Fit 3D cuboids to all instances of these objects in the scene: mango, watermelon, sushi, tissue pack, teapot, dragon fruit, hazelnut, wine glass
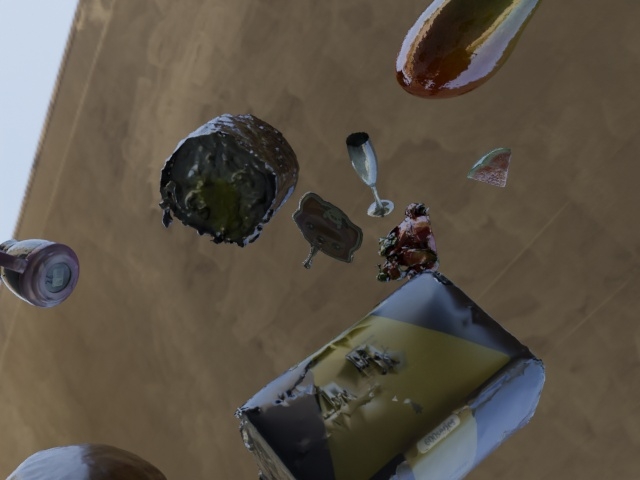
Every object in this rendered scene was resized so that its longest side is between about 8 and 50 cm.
[{"bbox_3d":[0.200,-0.287,0.938,0.289,0.146,0.129,126,-41,-64],"label":"mango"},{"bbox_3d":[0.328,-0.137,1.309,0.092,0.084,0.072,-29,-119,7],"label":"watermelon"},{"bbox_3d":[-0.221,-0.157,1.681,0.299,0.294,0.281,21,-66,1],"label":"sushi"},{"bbox_3d":[0.109,0.281,1.077,0.264,0.416,0.253,42,-26,35],"label":"tissue pack"},{"bbox_3d":[-0.519,0.052,1.192,0.146,0.148,0.116,14,-71,29],"label":"teapot"},{"bbox_3d":[0.168,0.009,1.266,0.142,0.175,0.138,3,-64,61],"label":"dragon fruit"},{"bbox_3d":[-0.452,0.567,1.240,0.353,0.421,0.421,43,-53,-5],"label":"hazelnut"},{"bbox_3d":[0.107,-0.142,1.471,0.066,0.066,0.198,13,-40,35],"label":"wine glass"}]

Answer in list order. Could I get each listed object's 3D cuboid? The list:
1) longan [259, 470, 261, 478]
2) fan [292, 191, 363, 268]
[{"bbox_3d":[0.054,0.493,1.399,0.391,0.391,0.391,10,-72,36],"label":"longan"},{"bbox_3d":[0.000,0.000,1.168,0.132,0.009,0.220,40,-31,6],"label":"fan"}]
